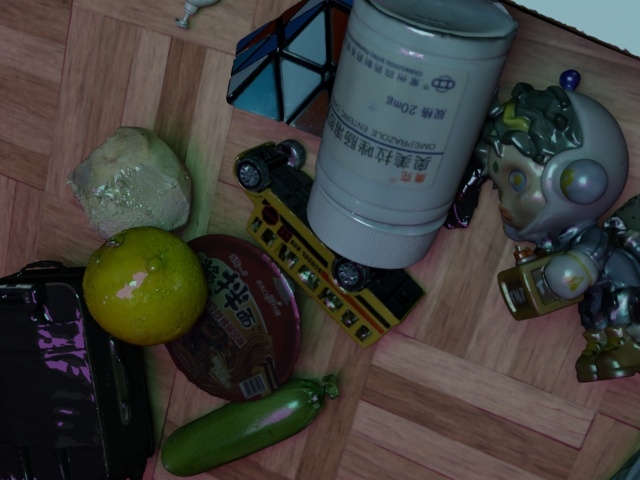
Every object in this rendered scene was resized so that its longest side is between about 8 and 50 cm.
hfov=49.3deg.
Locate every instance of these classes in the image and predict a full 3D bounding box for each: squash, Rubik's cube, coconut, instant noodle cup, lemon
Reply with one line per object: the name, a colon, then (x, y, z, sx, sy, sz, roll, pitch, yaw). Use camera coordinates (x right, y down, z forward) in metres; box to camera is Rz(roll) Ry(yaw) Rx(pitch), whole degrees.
squash: (-0.128, 0.312, 1.170, 0.379, 0.101, 0.101, -27, 91, 23)
Rubik's cube: (-0.003, -0.302, 0.967, 0.234, 0.284, 0.250, -55, 45, 22)
coconut: (-0.291, -0.080, 1.103, 0.194, 0.194, 0.194, 5, 103, 20)
instant noodle cup: (-0.130, 0.117, 1.124, 0.274, 0.091, 0.274, 5, 101, 25)
lemon: (-0.255, 0.070, 1.028, 0.173, 0.206, 0.173, -2, 63, 4)

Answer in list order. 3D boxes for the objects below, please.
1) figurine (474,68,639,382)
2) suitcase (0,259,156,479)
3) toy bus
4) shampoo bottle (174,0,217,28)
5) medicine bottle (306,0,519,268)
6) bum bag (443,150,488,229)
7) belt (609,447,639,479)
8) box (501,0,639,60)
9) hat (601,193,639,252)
figurine: (0.296, -0.019, 0.856, 0.186, 0.261, 0.382, -9, 79, -19)
suitcase: (-0.443, 0.246, 1.220, 0.283, 0.194, 0.434, -4, 100, 22)
toy bus: (0.000, 0.000, 1.041, 0.335, 0.121, 0.123, 45, 126, 6)
shampoo bottle: (-0.178, -0.389, 1.059, 0.077, 0.045, 0.152, 35, 110, 8)
medicine bottle: (0.100, -0.140, 0.879, 0.190, 0.190, 0.332, 25, 129, 14)
bum bag: (0.204, -0.073, 0.990, 0.058, 0.034, 0.124, 27, 110, 26)
belt: (0.452, 0.310, 0.964, 0.087, 0.072, 0.302, 28, 108, 9)
box: (0.319, -0.350, 0.779, 0.339, 0.229, 0.239, 29, 110, 13)
hat: (0.469, 0.054, 0.871, 0.265, 0.128, 0.265, 3, 101, 16)
